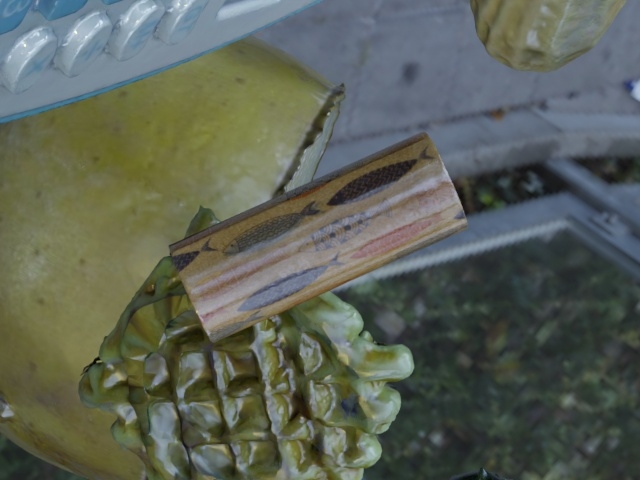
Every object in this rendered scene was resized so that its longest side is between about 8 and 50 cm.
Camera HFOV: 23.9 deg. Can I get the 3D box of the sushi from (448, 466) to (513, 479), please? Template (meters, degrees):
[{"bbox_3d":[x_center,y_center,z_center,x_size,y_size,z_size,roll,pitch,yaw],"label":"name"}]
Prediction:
[{"bbox_3d":[0.158,0.314,1.351,0.124,0.225,0.127,-36,129,25],"label":"sushi"}]

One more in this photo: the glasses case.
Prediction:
[{"bbox_3d":[0.000,0.000,0.902,0.170,0.041,0.065,-24,107,0],"label":"glasses case"}]

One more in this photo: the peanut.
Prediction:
[{"bbox_3d":[0.141,-0.170,0.846,0.093,0.083,0.194,-9,146,-21],"label":"peanut"}]

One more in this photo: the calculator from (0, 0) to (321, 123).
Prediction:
[{"bbox_3d":[-0.055,-0.148,0.620,0.386,0.054,0.256,-32,167,-47],"label":"calculator"}]

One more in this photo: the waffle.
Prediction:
[{"bbox_3d":[-0.054,0.107,1.048,0.223,0.204,0.054,-52,-177,28],"label":"waffle"}]

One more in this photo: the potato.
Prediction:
[{"bbox_3d":[-0.196,-0.009,1.435,0.442,0.319,0.385,-62,179,-6],"label":"potato"}]
